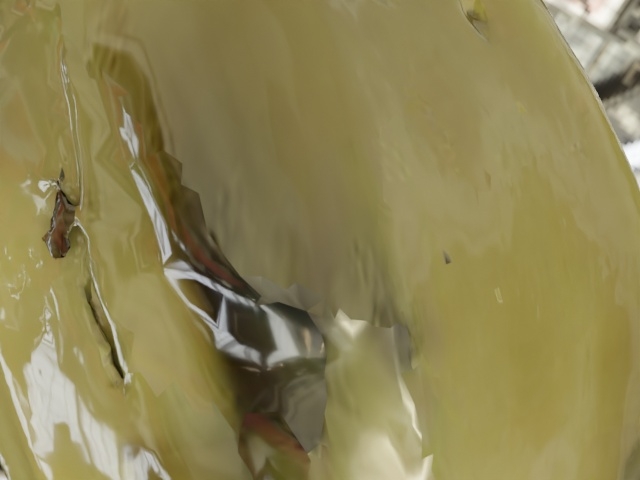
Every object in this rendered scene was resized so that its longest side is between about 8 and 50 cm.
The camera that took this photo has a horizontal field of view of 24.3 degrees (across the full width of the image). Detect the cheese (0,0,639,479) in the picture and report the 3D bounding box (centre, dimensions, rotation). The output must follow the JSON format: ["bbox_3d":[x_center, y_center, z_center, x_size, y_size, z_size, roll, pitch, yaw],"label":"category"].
[{"bbox_3d":[0.000,0.000,0.438,0.315,0.128,0.259,64,-144,-22],"label":"cheese"}]
